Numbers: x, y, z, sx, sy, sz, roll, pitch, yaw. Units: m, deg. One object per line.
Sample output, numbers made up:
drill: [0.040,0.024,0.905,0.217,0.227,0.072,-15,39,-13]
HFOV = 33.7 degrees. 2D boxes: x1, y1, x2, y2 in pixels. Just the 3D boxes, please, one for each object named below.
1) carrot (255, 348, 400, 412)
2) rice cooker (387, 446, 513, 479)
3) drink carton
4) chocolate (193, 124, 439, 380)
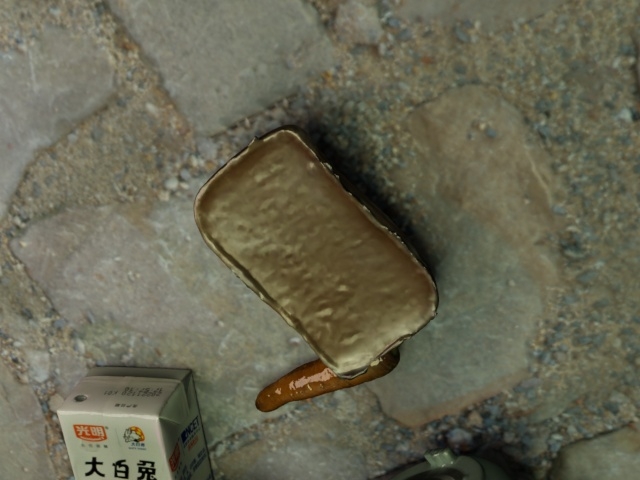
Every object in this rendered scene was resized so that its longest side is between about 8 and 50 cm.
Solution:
carrot: [0.000,0.149,1.135,0.191,0.047,0.047,-26,106,26]
rice cooker: [0.150,0.390,1.093,0.317,0.264,0.316,23,135,25]
drink carton: [-0.199,0.303,1.233,0.131,0.106,0.314,0,116,15]
chocolate: [0.001,0.000,1.038,0.161,0.083,0.261,-33,108,23]
